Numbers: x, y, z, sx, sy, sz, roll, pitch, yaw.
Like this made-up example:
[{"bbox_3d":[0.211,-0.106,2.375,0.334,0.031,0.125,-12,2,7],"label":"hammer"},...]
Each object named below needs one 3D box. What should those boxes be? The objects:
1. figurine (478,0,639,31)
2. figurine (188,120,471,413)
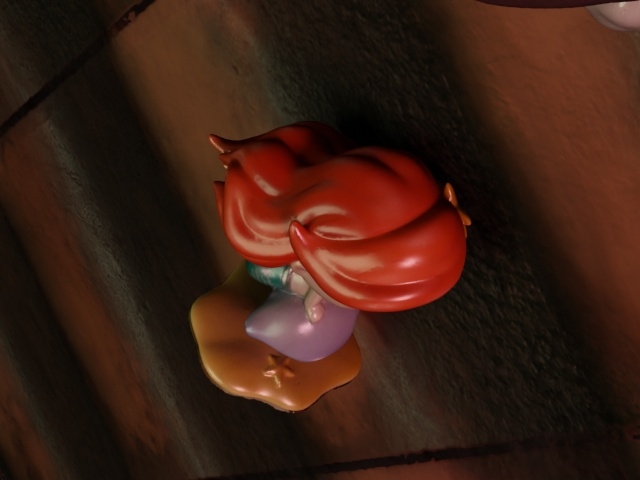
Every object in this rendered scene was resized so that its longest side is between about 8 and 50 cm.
[{"bbox_3d":[0.147,-0.296,0.768,0.218,0.206,0.365,22,110,12],"label":"figurine"},{"bbox_3d":[-0.004,0.006,1.191,0.257,0.181,0.208,125,144,-48],"label":"figurine"}]
